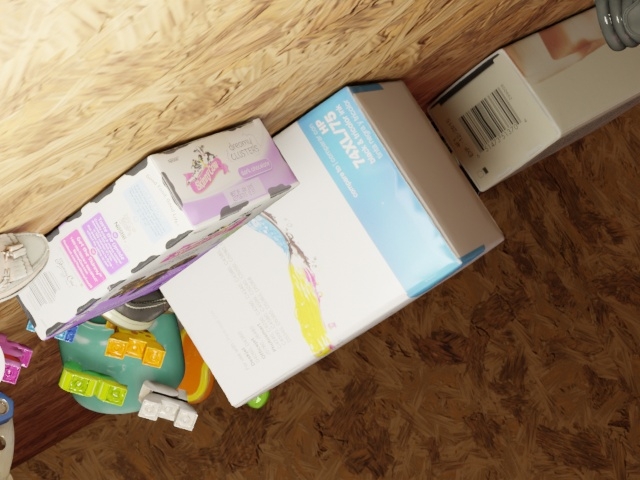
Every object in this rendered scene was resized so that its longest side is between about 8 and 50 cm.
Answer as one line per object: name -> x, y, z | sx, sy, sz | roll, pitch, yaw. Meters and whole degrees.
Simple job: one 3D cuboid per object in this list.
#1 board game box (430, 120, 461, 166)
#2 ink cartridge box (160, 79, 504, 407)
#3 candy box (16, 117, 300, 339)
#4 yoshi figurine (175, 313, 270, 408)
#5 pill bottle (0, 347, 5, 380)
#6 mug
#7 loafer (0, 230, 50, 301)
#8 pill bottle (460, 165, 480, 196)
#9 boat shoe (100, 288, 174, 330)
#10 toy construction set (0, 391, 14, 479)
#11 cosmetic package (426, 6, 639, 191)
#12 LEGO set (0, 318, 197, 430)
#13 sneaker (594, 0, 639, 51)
board game box -> 0.080, -0.071, 2.147 | 0.259, 0.030, 0.136 | -34, -161, 16
ink cartridge box -> 0.000, 0.000, 1.618 | 0.270, 0.197, 0.198 | -34, 176, 19
candy box -> -0.139, -0.010, 1.371 | 0.196, 0.070, 0.165 | -35, 175, 33
yoshi figurine -> -0.157, 0.131, 2.147 | 0.203, 0.204, 0.362 | -17, -177, 19
pill bottle -> -0.337, 0.132, 1.447 | 0.087, 0.087, 0.160 | -28, 174, -43
mug -> -0.221, 0.101, 1.772 | 0.129, 0.157, 0.097 | -27, 129, -26
loafer -> -0.248, 0.024, 1.199 | 0.125, 0.045, 0.039 | -27, 167, -30
pill bottle -> 0.132, -0.062, 2.336 | 0.122, 0.123, 0.219 | -30, 176, -24
boat shoe -> -0.170, 0.036, 1.677 | 0.073, 0.080, 0.223 | -52, 169, 14
toy construction set -> -0.470, 0.362, 2.055 | 0.309, 0.237, 0.257 | -34, 175, 29
cosmetic package -> 0.288, -0.185, 2.034 | 0.296, 0.129, 0.153 | -27, 171, -47
LEGO set -> -0.225, 0.105, 1.657 | 0.093, 0.227, 0.087 | -107, -143, -69
sneaker -> 0.371, -0.291, 1.764 | 0.146, 0.105, 0.296 | -7, -154, 27
